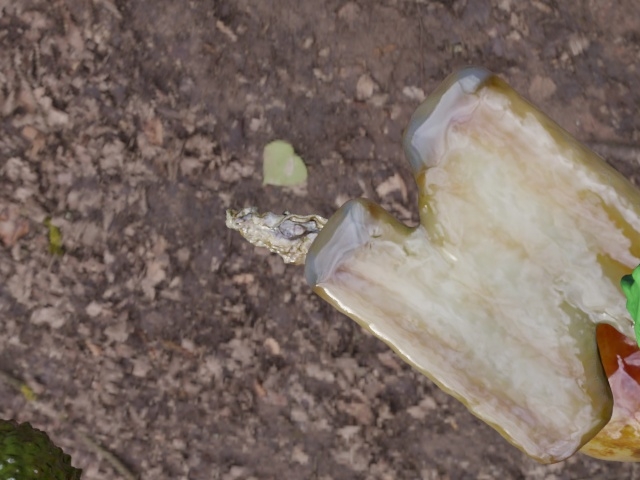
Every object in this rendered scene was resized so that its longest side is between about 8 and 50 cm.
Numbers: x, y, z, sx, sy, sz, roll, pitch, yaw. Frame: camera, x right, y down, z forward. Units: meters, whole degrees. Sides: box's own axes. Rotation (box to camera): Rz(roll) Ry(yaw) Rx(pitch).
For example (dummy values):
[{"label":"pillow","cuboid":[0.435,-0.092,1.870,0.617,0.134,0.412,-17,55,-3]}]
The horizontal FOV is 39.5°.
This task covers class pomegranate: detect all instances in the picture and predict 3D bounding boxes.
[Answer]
[{"label":"pomegranate","cuboid":[0.342,0.104,0.975,0.252,0.270,0.229,16,147,-16]}]

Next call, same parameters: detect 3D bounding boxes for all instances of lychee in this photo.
[{"label":"lychee","cuboid":[-0.269,0.232,0.751,0.171,0.171,0.171,2,129,2]}]

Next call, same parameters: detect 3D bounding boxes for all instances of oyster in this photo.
[{"label":"oyster","cuboid":[0.000,0.003,1.629,0.355,0.201,0.107,11,89,9]}]

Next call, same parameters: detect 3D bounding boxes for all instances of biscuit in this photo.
[{"label":"biscuit","cuboid":[0.156,0.027,0.723,0.291,0.062,0.237,37,113,-1]}]

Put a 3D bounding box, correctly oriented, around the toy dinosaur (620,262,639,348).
[{"label":"toy dinosaur","cuboid":[0.365,0.208,0.717,0.144,0.374,0.500,-32,159,16]}]
